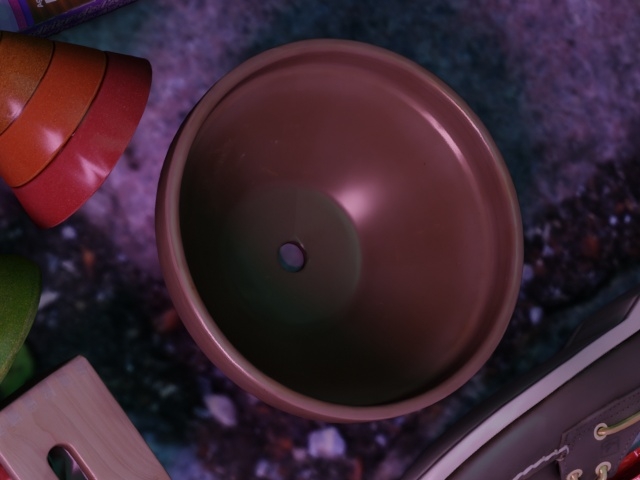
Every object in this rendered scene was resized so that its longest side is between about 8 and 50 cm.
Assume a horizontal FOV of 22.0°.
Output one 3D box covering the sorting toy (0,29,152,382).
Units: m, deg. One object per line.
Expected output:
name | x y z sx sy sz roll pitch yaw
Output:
sorting toy | -0.228 0.016 0.916 0.126 0.127 0.365 35 66 -25

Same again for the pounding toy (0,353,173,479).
pounding toy | -0.145 0.154 0.930 0.100 0.130 0.141 -36 94 -25

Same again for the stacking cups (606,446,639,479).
stacking cups | 0.305 0.279 1.123 0.096 0.096 0.316 -42 93 -25

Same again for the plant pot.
plant pot | 0.000 0.000 1.038 0.237 0.110 0.237 5 78 -22

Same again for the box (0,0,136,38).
box | -0.223 -0.265 1.030 0.201 0.057 0.293 -28 90 -25

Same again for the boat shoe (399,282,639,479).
boat shoe | 0.171 0.117 1.086 0.305 0.109 0.091 -33 88 -29
